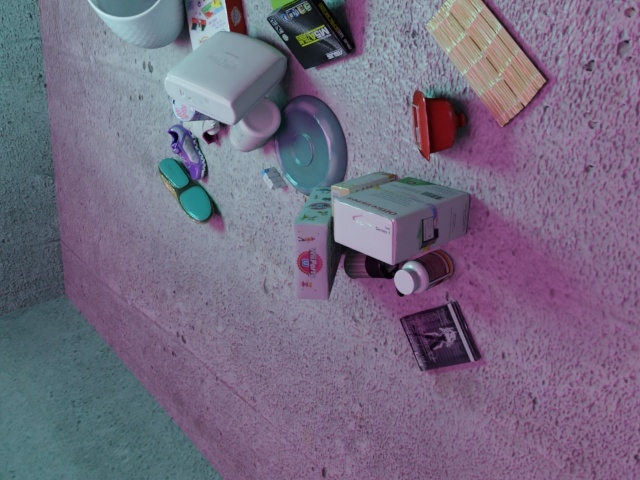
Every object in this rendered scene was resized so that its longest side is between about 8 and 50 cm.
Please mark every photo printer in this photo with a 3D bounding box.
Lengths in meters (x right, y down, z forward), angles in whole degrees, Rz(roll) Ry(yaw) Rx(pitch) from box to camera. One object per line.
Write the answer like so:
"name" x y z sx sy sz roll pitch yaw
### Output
"photo printer" -0.263 -0.493 1.913 0.256 0.307 0.107 27 146 18

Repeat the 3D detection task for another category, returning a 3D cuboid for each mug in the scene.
"mug" -0.577 -0.835 2.170 0.276 0.328 0.374 16 84 5

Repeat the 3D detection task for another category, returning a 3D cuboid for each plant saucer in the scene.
"plant saucer" -0.045 -0.278 1.970 0.317 0.044 0.317 24 122 43

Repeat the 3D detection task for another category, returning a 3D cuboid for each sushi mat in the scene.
"sushi mat" 0.361 -0.417 1.446 0.316 0.019 0.151 58 139 14

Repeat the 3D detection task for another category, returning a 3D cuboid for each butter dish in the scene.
"butter dish" 0.282 -0.277 1.534 0.160 0.118 0.160 -91 -6 -75

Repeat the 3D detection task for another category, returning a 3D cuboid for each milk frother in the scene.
"milk frother" 0.160 0.091 1.815 0.135 0.129 0.143 -3 97 47

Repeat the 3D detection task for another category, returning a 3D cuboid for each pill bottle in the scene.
"pill bottle" 0.263 0.084 1.670 0.086 0.152 0.086 23 121 43
"pill bottle" -0.213 -0.355 2.036 0.131 0.131 0.229 69 160 1

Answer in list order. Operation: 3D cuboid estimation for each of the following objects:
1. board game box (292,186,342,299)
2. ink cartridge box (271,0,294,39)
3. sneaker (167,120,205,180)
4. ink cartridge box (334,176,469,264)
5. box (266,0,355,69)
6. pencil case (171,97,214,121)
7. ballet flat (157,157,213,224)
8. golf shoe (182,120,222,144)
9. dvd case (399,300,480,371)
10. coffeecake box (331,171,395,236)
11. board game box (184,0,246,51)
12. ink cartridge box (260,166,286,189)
"board game box" 0.000 0.000 1.834 0.097 0.303 0.224 2 113 8
"ink cartridge box" -0.127 -0.718 1.834 0.189 0.097 0.255 -6 100 51
"sneaker" -0.509 -0.336 2.444 0.095 0.104 0.236 -7 101 49
"ink cartridge box" 0.196 -0.056 1.589 0.201 0.278 0.117 23 122 43
"box" -0.028 -0.562 1.756 0.191 0.045 0.184 -1 136 49
"pencil case" -0.333 -0.443 2.060 0.124 0.273 0.113 44 129 24
"ballet flat" -0.516 -0.178 2.528 0.348 0.123 0.123 50 137 22
"golf shoe" -0.377 -0.455 2.249 0.140 0.115 0.306 49 145 8
"dvd case" 0.323 0.267 1.787 0.221 0.018 0.164 -28 83 52
"coffeecake box" 0.118 -0.095 1.739 0.068 0.185 0.142 17 118 44
"board game box" -0.348 -0.744 2.109 0.242 0.064 0.316 10 113 47
"ink cartridge box" -0.153 -0.197 2.125 0.083 0.048 0.028 56 139 18
